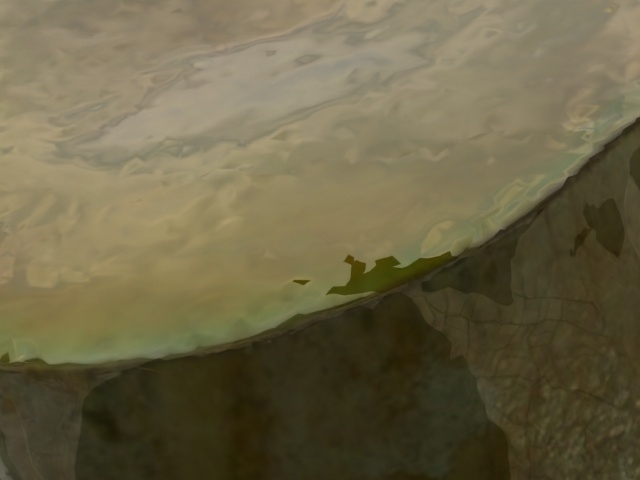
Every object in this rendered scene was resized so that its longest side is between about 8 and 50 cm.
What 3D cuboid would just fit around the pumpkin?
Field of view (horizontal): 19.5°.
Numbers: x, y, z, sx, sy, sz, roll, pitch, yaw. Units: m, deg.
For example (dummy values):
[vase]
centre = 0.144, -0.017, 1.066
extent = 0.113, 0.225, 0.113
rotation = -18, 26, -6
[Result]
[pumpkin]
centre = 0.000, 0.000, 0.540
extent = 0.332, 0.332, 0.199
rotation = -14, -49, -11
